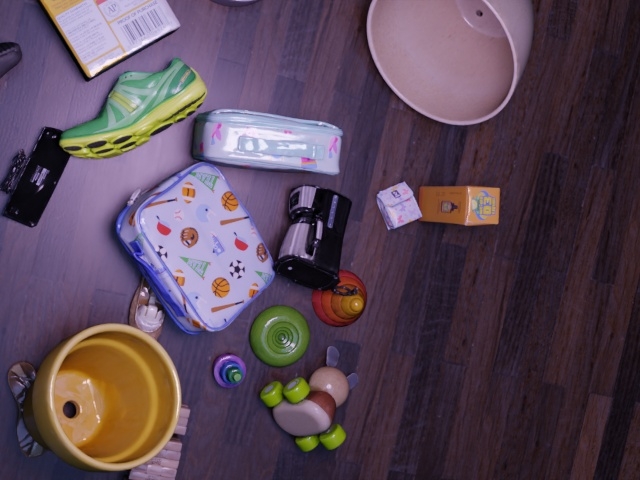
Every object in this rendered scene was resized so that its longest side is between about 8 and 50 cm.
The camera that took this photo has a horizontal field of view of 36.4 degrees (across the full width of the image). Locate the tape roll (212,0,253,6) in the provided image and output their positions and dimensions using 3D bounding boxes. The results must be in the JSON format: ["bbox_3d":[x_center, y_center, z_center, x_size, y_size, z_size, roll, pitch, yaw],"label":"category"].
[{"bbox_3d":[-0.163,-0.570,1.897,0.219,0.072,0.219,-1,93,-16],"label":"tape roll"}]

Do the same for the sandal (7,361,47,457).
[{"bbox_3d":[-0.551,0.321,1.851,0.072,0.049,0.180,-14,82,-21],"label":"sandal"}]

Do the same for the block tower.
[{"bbox_3d":[-0.337,0.476,1.897,0.097,0.091,0.335,14,90,-16],"label":"block tower"}]

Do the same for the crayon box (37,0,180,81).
[{"bbox_3d":[-0.433,-0.489,1.817,0.203,0.083,0.323,-33,102,-12],"label":"crayon box"}]

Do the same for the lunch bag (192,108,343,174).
[{"bbox_3d":[-0.096,-0.187,1.860,0.279,0.224,0.108,4,92,-16],"label":"lunch bag"}]

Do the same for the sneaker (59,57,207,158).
[{"bbox_3d":[-0.363,-0.250,1.855,0.295,0.109,0.123,-29,78,-11],"label":"sneaker"}]

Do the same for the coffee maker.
[{"bbox_3d":[0.000,0.000,1.934,0.171,0.120,0.178,40,52,-39],"label":"coffee maker"}]

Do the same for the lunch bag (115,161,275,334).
[{"bbox_3d":[-0.240,0.015,1.844,0.243,0.115,0.303,-43,109,-34],"label":"lunch bag"}]

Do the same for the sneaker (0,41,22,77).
[{"bbox_3d":[-0.666,-0.234,1.759,0.330,0.122,0.146,-36,120,-13],"label":"sneaker"}]

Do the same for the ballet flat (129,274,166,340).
[{"bbox_3d":[-0.327,0.110,1.890,0.073,0.067,0.206,9,90,-14],"label":"ballet flat"}]

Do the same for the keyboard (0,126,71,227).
[{"bbox_3d":[-0.544,-0.128,1.839,0.100,0.038,0.192,29,83,-39],"label":"keyboard"}]

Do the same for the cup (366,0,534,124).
[{"bbox_3d":[0.293,-0.431,1.940,0.331,0.331,0.237,53,54,-12],"label":"cup"}]

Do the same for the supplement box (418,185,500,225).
[{"bbox_3d":[0.276,-0.071,1.970,0.080,0.233,0.078,2,93,-16],"label":"supplement box"}]

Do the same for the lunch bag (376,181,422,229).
[{"bbox_3d":[0.162,-0.073,2.032,0.071,0.053,0.083,-22,90,-15],"label":"lunch bag"}]

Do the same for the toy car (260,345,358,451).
[{"bbox_3d":[0.000,0.309,1.989,0.155,0.149,0.188,54,50,-16],"label":"toy car"}]

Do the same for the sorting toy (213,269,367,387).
[{"bbox_3d":[-0.046,0.187,1.948,0.365,0.126,0.127,-31,101,-13],"label":"sorting toy"}]

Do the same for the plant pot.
[{"bbox_3d":[-0.417,0.294,1.764,0.254,0.239,0.254,12,69,-34],"label":"plant pot"}]
